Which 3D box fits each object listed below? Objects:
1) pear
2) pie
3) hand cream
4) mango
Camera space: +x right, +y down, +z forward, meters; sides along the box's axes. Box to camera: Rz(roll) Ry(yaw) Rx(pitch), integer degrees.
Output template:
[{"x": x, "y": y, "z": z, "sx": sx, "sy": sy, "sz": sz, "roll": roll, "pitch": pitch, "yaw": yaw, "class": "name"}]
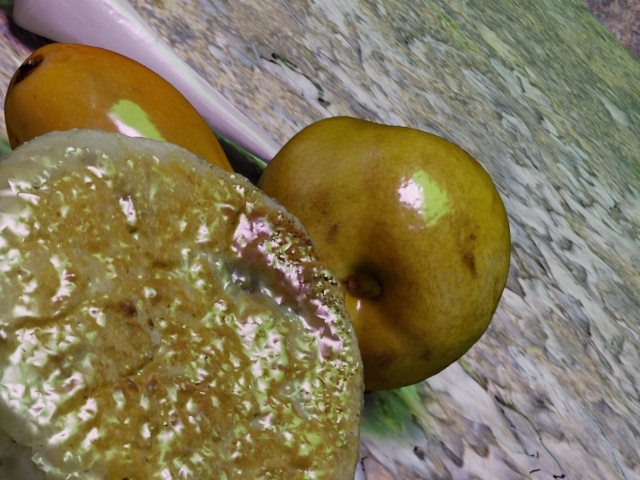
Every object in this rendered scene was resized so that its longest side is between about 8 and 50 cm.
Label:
[{"x": 0.039, "y": 0.010, "z": 1.140, "sx": 0.200, "sy": 0.200, "sz": 0.200, "roll": 37, "pitch": 23, "yaw": -19, "class": "pear"}, {"x": -0.087, "y": 0.065, "z": 0.876, "sx": 0.277, "sy": 0.078, "sz": 0.277, "roll": 22, "pitch": 54, "yaw": -32, "class": "pie"}, {"x": -0.111, "y": -0.121, "z": 1.253, "sx": 0.336, "sy": 0.076, "sz": 0.121, "roll": 37, "pitch": 2, "yaw": -22, "class": "hand cream"}, {"x": -0.100, "y": -0.019, "z": 1.036, "sx": 0.253, "sy": 0.113, "sz": 0.138, "roll": 52, "pitch": 7, "yaw": -3, "class": "mango"}]
